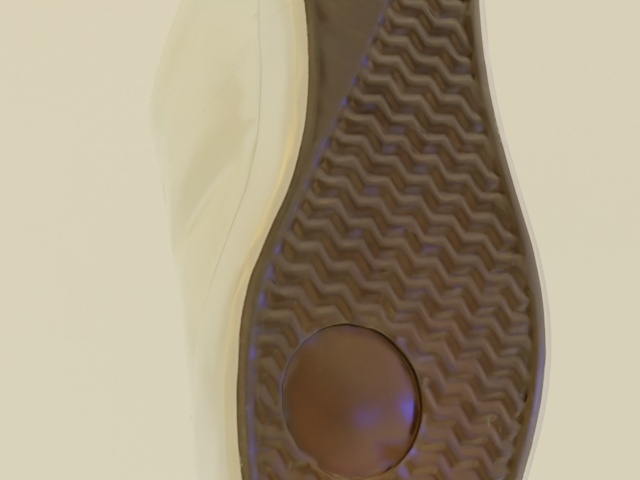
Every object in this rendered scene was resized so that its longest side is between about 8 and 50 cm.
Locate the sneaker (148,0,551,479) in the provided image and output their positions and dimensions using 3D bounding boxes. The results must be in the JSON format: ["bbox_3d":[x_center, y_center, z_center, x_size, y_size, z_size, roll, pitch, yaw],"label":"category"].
[{"bbox_3d":[0.000,0.000,0.553,0.123,0.106,0.290,-35,-132,58],"label":"sneaker"}]
